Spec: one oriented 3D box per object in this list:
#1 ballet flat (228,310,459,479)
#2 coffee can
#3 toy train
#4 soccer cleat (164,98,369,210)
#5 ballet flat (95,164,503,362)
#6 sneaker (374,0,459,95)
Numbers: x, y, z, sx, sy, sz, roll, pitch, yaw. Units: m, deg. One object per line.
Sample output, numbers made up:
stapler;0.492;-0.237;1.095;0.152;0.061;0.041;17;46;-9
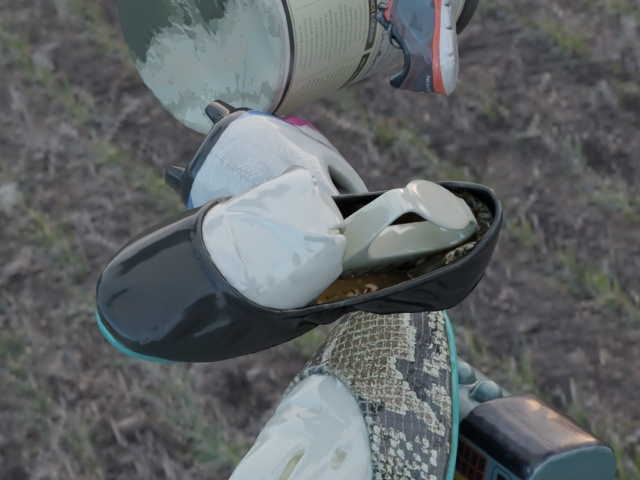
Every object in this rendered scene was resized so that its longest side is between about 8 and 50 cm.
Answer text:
ballet flat;0.002;0.262;1.209;0.182;0.483;0.164;6;-2;-37
coffee can;-0.014;-0.229;1.414;0.201;0.202;0.275;19;34;38
toy train;0.110;0.191;1.337;0.142;0.190;0.334;-4;25;-34
soccer cleat;-0.021;-0.025;1.210;0.143;0.331;0.116;35;95;6
ballet flat;0.000;0.000;0.908;0.280;0.096;0.095;-10;61;-43
sneaker;0.072;-0.191;1.227;0.064;0.158;0.061;-3;-4;11
